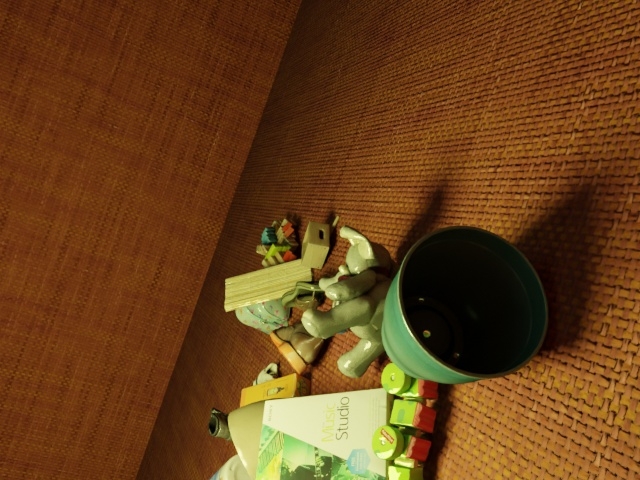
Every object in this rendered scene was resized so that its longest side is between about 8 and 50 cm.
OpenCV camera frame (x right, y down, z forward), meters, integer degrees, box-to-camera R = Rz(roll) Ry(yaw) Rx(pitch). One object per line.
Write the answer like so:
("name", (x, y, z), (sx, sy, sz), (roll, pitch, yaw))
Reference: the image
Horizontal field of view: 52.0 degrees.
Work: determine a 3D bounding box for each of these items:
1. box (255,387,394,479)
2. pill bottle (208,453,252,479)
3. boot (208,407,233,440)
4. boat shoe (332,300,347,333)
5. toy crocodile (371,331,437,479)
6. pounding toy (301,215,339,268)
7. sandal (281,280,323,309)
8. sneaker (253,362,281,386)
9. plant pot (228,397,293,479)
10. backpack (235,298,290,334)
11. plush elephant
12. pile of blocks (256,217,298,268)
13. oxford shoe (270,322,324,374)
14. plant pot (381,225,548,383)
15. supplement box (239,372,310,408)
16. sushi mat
("box", (0.010, 0.468, 1.500), (0.322, 0.058, 0.232), (-13, 51, 22))
("pill bottle", (-0.282, 0.792, 2.072), (0.272, 0.152, 0.152), (-51, 28, 41))
("boot", (-0.222, 0.598, 1.993), (0.338, 0.223, 0.118), (-16, 56, 66))
("boat shoe", (0.064, 0.172, 1.878), (0.183, 0.066, 0.066), (-71, 19, -1))
("toy crocodile", (0.189, 0.348, 1.335), (0.105, 0.115, 0.340), (-10, 63, 45))
("pounding toy", (0.000, 0.000, 2.188), (0.141, 0.100, 0.130), (-88, 12, -45))
("sandal", (-0.037, 0.185, 2.090), (0.303, 0.120, 0.086), (138, 129, -63))
("sneaker", (-0.166, 0.498, 2.152), (0.094, 0.090, 0.235), (-53, 26, 14))
("plant pot", (-0.085, 0.523, 1.714), (0.191, 0.284, 0.284), (-33, 25, 0))
("backpack", (-0.200, 0.230, 2.325), (0.144, 0.189, 0.165), (-46, 31, 49))
("plush elephant", (0.101, 0.111, 1.576), (0.330, 0.272, 0.255), (-36, 43, 8))
("pile of blocks", (-0.153, -0.001, 2.474), (0.112, 0.149, 0.362), (-60, 22, 27))
("oxford shoe", (-0.064, 0.318, 2.052), (0.133, 0.130, 0.364), (-39, 11, -8))
("plant pot", (0.233, 0.146, 1.220), (0.255, 0.272, 0.271), (120, 162, -63))
("supplement box", (-0.140, 0.475, 2.003), (0.233, 0.080, 0.078), (-25, 45, 36))
("sushi mat", (-0.178, 0.148, 2.261), (0.151, 0.317, 0.019), (-99, -8, -48))
